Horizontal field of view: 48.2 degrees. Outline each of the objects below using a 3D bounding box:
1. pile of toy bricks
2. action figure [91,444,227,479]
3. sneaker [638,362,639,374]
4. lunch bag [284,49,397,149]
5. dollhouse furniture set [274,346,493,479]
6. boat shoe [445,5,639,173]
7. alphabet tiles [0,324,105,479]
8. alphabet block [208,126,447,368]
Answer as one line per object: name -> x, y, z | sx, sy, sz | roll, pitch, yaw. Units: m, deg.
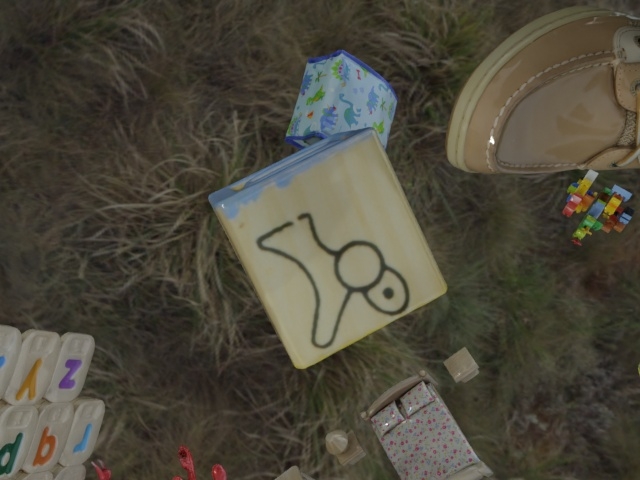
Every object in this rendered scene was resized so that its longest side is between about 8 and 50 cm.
pile of toy bricks -> 0.475, -0.041, 1.261 | 0.105, 0.118, 0.212 | -58, 165, 4
action figure -> -0.180, 0.292, 0.850 | 0.091, 0.280, 0.139 | -19, 88, -1
sneaker -> 0.305, 0.120, 0.566 | 0.053, 0.144, 0.059 | 3, 119, -13
lunch bag -> 0.040, -0.169, 0.989 | 0.151, 0.096, 0.129 | 21, 80, -37
dollhouse furniture set -> 0.131, 0.350, 1.089 | 0.355, 0.303, 0.174 | -39, 134, 7
boat shoe -> 0.250, -0.116, 0.570 | 0.341, 0.110, 0.122 | -21, 135, -27
alphabet tiles -> -0.297, 0.214, 0.647 | 0.284, 0.021, 0.278 | 33, 71, -71
alphabet block -> 0.000, 0.000, 0.823 | 0.192, 0.193, 0.197 | -26, 101, -5
